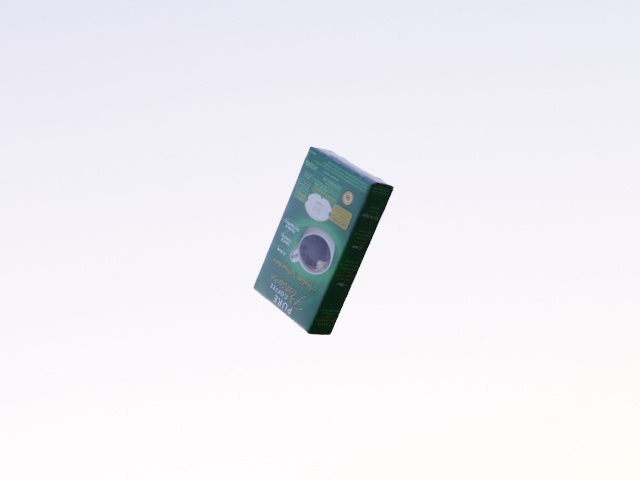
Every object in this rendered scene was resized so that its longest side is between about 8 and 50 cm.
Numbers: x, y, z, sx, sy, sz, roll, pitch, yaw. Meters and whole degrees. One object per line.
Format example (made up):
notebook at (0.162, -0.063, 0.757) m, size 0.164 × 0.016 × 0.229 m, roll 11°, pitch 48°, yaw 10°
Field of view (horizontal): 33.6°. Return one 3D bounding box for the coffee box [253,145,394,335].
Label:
coffee box at (0.000, 0.000, 1.176) m, size 0.040 × 0.113 × 0.184 m, roll 9°, pitch -72°, yaw -45°
